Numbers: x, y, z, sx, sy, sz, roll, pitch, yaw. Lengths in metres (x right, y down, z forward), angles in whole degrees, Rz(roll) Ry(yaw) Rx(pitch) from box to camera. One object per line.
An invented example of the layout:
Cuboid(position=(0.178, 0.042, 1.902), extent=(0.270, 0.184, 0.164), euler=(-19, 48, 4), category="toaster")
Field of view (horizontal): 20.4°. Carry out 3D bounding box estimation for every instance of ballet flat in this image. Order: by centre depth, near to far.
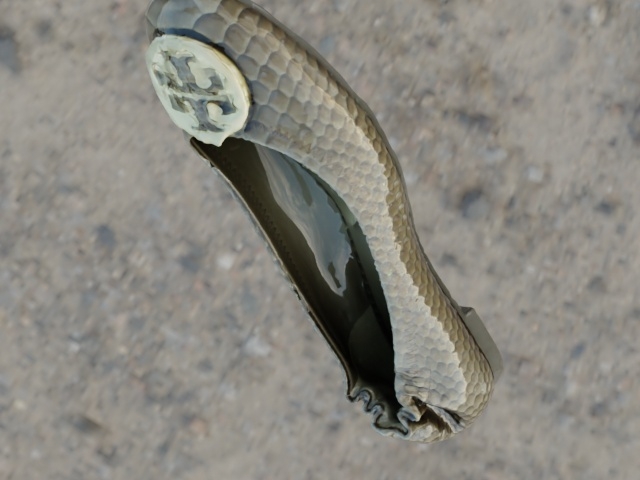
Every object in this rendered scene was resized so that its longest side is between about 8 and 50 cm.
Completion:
Cuboid(position=(0.000, 0.000, 0.700), extent=(0.084, 0.058, 0.250), euler=(18, 150, 44), category="ballet flat")
